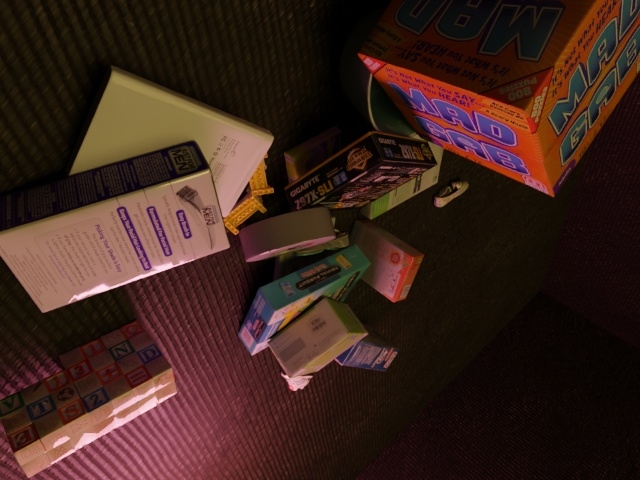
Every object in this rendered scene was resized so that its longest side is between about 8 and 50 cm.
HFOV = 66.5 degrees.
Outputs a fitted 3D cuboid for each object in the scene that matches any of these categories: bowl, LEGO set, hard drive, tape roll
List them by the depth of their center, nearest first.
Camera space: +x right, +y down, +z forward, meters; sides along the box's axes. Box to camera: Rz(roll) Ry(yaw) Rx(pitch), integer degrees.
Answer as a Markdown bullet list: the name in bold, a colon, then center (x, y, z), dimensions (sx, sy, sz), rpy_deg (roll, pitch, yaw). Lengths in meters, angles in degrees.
- **hard drive**: center (-0.259, -0.158, 0.875), dimensions (0.307, 0.040, 0.203), rpy_deg (14, 121, -41)
- **LEGO set**: center (-0.174, -0.122, 1.065), dimensions (0.132, 0.107, 0.287), rpy_deg (10, 121, -15)
- **bowl**: center (0.162, -0.406, 1.126), dimensions (0.311, 0.163, 0.312), rpy_deg (-30, 139, -30)
- **tape roll**: center (-0.077, -0.012, 1.140), dimensions (0.219, 0.219, 0.072), rpy_deg (-10, 84, -44)

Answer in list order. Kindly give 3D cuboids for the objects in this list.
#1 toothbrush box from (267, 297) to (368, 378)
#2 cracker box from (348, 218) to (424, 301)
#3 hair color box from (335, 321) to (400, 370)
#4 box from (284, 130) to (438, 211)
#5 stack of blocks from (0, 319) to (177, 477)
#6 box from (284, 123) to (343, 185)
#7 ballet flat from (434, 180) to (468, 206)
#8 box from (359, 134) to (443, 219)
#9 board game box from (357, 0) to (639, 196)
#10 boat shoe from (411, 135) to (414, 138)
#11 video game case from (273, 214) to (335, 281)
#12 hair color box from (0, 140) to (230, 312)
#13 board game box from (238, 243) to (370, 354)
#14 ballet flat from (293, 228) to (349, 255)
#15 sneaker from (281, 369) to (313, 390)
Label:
- **toothbrush box**: center (0.003, 0.280, 1.402), dimensions (0.206, 0.122, 0.283), rpy_deg (-38, 161, 6)
- **cracker box**: center (0.179, 0.055, 1.466), dimensions (0.067, 0.232, 0.156), rpy_deg (-8, 125, -47)
- **hair color box**: center (0.124, 0.357, 1.704), dimensions (0.105, 0.174, 0.347), rpy_deg (-58, 144, 4)
- **box**: center (0.108, -0.157, 1.179), dimensions (0.257, 0.079, 0.322), rpy_deg (-27, 171, 33)
- **stack of blocks**: center (-0.468, 0.303, 0.984), dimensions (0.297, 0.171, 0.087), rpy_deg (-25, 136, -33)
- **box**: center (-0.005, -0.204, 1.207), dimensions (0.178, 0.042, 0.109), rpy_deg (-33, 140, -26)
- **ballet flat**: center (0.477, -0.182, 1.768), dimensions (0.168, 0.057, 0.052), rpy_deg (-39, 132, -21)
- **box**: center (0.253, -0.226, 1.473), dimensions (0.322, 0.058, 0.232), rpy_deg (-29, 138, -32)
- **board game box**: center (0.369, -0.366, 0.949), dimensions (0.357, 0.356, 0.356), rpy_deg (-57, 144, 2)
- **boat shoe**: center (0.280, -0.376, 1.347), dimensions (0.302, 0.091, 0.114), rpy_deg (-38, 161, -25)
- **video game case**: center (-0.048, 0.044, 1.378), dimensions (0.193, 0.023, 0.213), rpy_deg (-21, 134, -38)
- **hair color box**: center (-0.343, -0.026, 0.837), dimensions (0.338, 0.110, 0.185), rpy_deg (-19, 136, -15)
- **board game box**: center (-0.045, 0.164, 1.360), dimensions (0.336, 0.079, 0.254), rpy_deg (-23, 156, -36)
- **ballet flat**: center (0.000, 0.000, 1.332), dimensions (0.213, 0.072, 0.068), rpy_deg (-5, 96, -48)
- **sneaker**: center (-0.088, 0.478, 1.661), dimensions (0.075, 0.057, 0.161), rpy_deg (-61, 147, 0)
